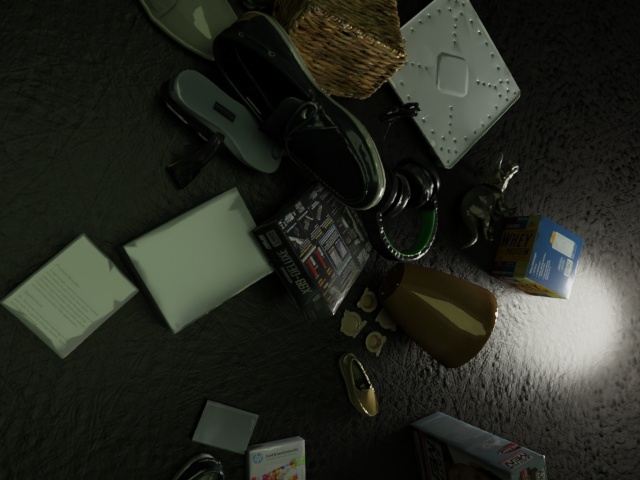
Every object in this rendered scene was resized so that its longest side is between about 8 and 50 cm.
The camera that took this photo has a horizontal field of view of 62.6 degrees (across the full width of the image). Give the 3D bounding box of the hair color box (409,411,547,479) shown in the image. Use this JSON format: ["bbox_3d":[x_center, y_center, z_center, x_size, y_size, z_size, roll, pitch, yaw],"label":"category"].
[{"bbox_3d":[0.390,0.587,1.330,0.113,0.374,0.185,-13,95,-27],"label":"hair color box"}]

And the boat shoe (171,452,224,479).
[{"bbox_3d":[-0.322,0.600,1.123,0.114,0.091,0.302,40,72,-21],"label":"boat shoe"}]

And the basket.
[{"bbox_3d":[0.030,-0.505,1.271,0.299,0.213,0.223,14,58,-32],"label":"basket"}]

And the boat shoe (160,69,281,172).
[{"bbox_3d":[-0.221,-0.252,1.179,0.306,0.105,0.113,31,70,-37],"label":"boat shoe"}]

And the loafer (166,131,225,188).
[{"bbox_3d":[-0.271,-0.181,1.132,0.061,0.170,0.062,45,29,-12],"label":"loafer"}]

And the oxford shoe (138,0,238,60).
[{"bbox_3d":[-0.329,-0.579,1.120,0.169,0.130,0.449,-48,111,-22],"label":"oxford shoe"}]

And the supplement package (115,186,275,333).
[{"bbox_3d":[-0.264,0.037,1.132,0.262,0.145,0.204,-32,104,-24],"label":"supplement package"}]

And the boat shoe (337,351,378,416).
[{"bbox_3d":[0.105,0.379,1.356,0.068,0.072,0.190,-34,105,-24],"label":"boat shoe"}]

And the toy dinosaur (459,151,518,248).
[{"bbox_3d":[0.470,-0.096,1.547,0.313,0.121,0.160,-45,96,-16],"label":"toy dinosaur"}]

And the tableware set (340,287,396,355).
[{"bbox_3d":[0.135,0.214,1.404,0.168,0.020,0.141,38,73,-22],"label":"tableware set"}]

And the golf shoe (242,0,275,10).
[{"bbox_3d":[-0.092,-0.604,1.260,0.198,0.094,0.077,-29,101,-26],"label":"golf shoe"}]

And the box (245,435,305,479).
[{"bbox_3d":[-0.107,0.579,1.264,0.145,0.038,0.186,-1,88,-27],"label":"box"}]

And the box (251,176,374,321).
[{"bbox_3d":[0.000,0.000,1.225,0.242,0.076,0.307,59,35,-15],"label":"box"}]

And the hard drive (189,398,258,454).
[{"bbox_3d":[-0.221,0.430,1.216,0.135,0.022,0.094,26,77,-25],"label":"hard drive"}]

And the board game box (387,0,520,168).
[{"bbox_3d":[0.366,-0.470,1.517,0.390,0.050,0.390,-44,108,-20],"label":"board game box"}]

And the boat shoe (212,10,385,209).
[{"bbox_3d":[-0.051,-0.261,1.134,0.500,0.187,0.156,53,44,-4],"label":"boat shoe"}]

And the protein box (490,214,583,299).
[{"bbox_3d":[0.663,0.052,1.613,0.201,0.136,0.200,24,79,-25],"label":"protein box"}]

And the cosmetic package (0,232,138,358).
[{"bbox_3d":[-0.480,0.099,1.016,0.183,0.151,0.151,-45,109,-20],"label":"cosmetic package"}]

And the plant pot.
[{"bbox_3d":[0.286,0.169,1.382,0.254,0.237,0.237,33,75,-14],"label":"plant pot"}]

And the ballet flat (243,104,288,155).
[{"bbox_3d":[-0.096,-0.255,1.271,0.221,0.077,0.079,34,93,-18],"label":"ballet flat"}]

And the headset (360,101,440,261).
[{"bbox_3d":[0.216,-0.140,1.340,0.243,0.185,0.394,-20,101,-39],"label":"headset"}]
